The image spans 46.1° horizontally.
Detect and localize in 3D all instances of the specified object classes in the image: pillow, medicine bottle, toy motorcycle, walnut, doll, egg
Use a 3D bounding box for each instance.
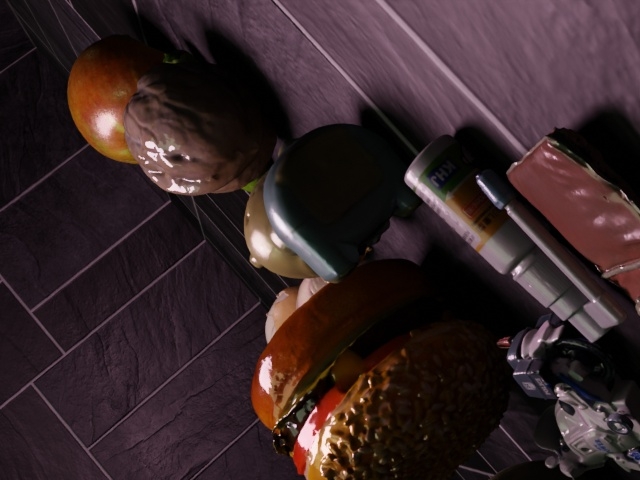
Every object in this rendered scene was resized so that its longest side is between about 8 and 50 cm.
[{"bbox_3d":[0.232,0.014,0.546,0.232,0.043,0.126,47,171,11],"label":"pillow"},{"bbox_3d":[0.170,-0.006,0.652,0.220,0.061,0.092,46,173,13],"label":"medicine bottle"},{"bbox_3d":[0.270,0.171,0.787,0.150,0.102,0.221,-10,125,52],"label":"toy motorcycle"},{"bbox_3d":[-0.178,-0.163,1.114,0.224,0.224,0.224,47,168,13],"label":"walnut"},{"bbox_3d":[-0.004,-0.038,0.918,0.161,0.177,0.261,46,166,-3],"label":"doll"},{"bbox_3d":[-0.006,0.212,1.647,0.245,0.201,0.201,29,161,22],"label":"egg"}]

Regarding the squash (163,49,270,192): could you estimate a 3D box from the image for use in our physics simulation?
[{"bbox_3d":[-0.173,-0.192,1.274,0.292,0.082,0.082,57,166,-30],"label":"squash"}]

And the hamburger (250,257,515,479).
[{"bbox_3d":[0.085,0.202,0.993,0.250,0.330,0.330,48,169,27],"label":"hamburger"}]

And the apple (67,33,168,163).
[{"bbox_3d":[-0.341,-0.273,1.400,0.246,0.246,0.226,72,173,-62],"label":"apple"}]

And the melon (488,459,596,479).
[{"bbox_3d":[0.323,0.448,1.057,0.272,0.272,0.307,31,150,56],"label":"melon"}]

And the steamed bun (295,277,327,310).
[{"bbox_3d":[0.034,0.174,1.473,0.239,0.153,0.170,43,161,13],"label":"steamed bun"}]

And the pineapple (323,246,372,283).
[{"bbox_3d":[-0.001,0.001,1.278,0.233,0.080,0.135,48,161,34],"label":"pineapple"}]
